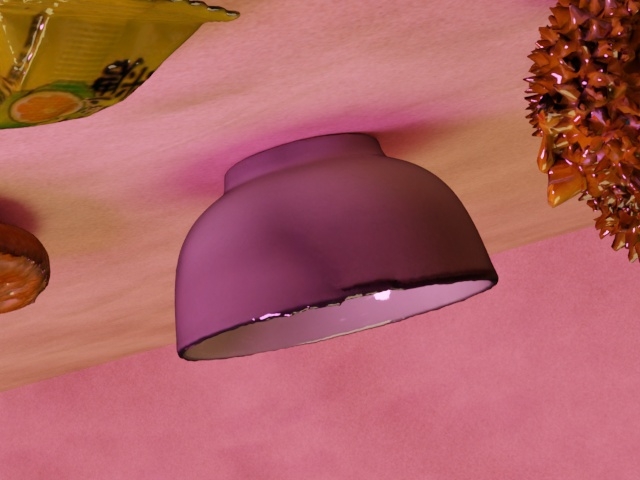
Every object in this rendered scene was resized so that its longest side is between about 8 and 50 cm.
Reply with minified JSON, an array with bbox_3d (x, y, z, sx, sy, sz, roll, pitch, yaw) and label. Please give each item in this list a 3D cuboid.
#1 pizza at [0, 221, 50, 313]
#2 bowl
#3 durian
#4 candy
[{"bbox_3d":[-0.395,0.036,1.223,0.223,0.089,0.323,-18,170,-7],"label":"pizza"},{"bbox_3d":[0.000,0.000,1.265,0.353,0.185,0.354,-13,171,-2],"label":"bowl"},{"bbox_3d":[0.283,-0.107,0.867,0.292,0.258,0.258,9,168,-5],"label":"durian"},{"bbox_3d":[-0.179,-0.105,0.730,0.149,0.069,0.246,-8,171,-44],"label":"candy"}]
